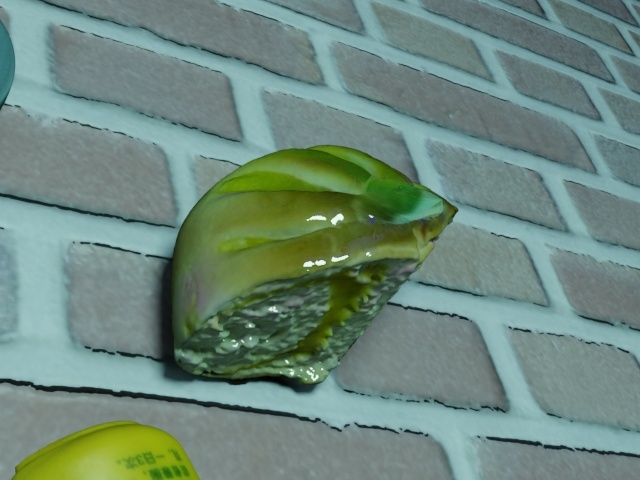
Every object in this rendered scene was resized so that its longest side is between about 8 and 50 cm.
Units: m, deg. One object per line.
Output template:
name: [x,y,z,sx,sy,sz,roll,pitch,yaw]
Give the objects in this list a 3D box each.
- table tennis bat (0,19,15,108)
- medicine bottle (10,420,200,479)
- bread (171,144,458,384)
table tennis bat: [-0.343,-0.127,0.667,0.215,0.044,0.329,37,33,-2]
medicine bottle: [-0.057,0.231,0.488,0.111,0.076,0.309,-9,56,-43]
bread: [-0.011,0.000,0.719,0.156,0.158,0.260,38,33,5]
